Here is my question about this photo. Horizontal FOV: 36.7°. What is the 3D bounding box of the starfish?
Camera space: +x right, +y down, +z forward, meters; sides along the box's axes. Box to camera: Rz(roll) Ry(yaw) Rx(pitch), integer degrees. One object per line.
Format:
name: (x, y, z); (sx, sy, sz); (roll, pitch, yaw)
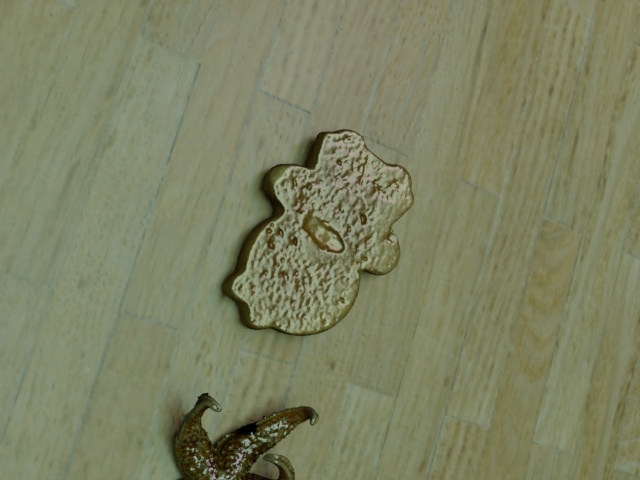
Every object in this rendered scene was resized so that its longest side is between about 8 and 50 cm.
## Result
starfish: (-0.087, 0.211, 0.893); (0.190, 0.074, 0.146); (-47, 108, -20)

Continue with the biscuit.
biscuit: (0.000, 0.000, 0.967); (0.166, 0.036, 0.225); (34, 77, -20)
